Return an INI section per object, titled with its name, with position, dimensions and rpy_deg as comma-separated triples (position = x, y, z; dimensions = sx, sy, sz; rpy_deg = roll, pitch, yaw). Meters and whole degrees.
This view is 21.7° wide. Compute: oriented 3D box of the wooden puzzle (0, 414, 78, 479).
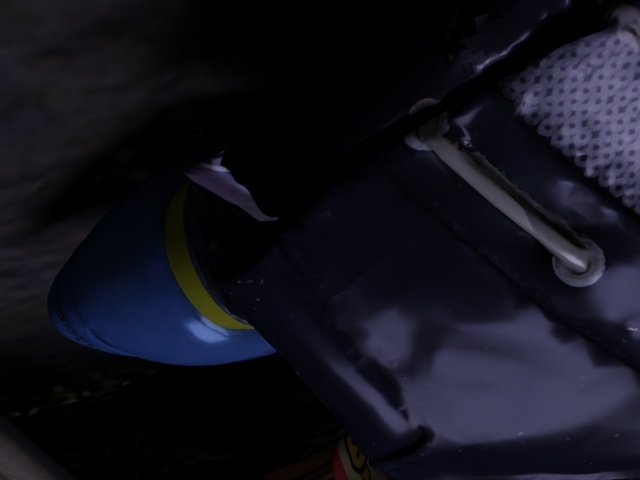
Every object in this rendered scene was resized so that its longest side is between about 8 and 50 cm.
[wooden puzzle]
position = -0.131, 0.270, 0.617
dimensions = 0.348, 0.322, 0.080
rpy_deg = -44, -167, 14

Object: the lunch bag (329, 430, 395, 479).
[lunch bag]
position = 0.166, 0.074, 0.958
dimensions = 0.293, 0.120, 0.258
rpy_deg = -17, 156, -28

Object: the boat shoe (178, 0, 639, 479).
[boat shoe]
position = 0.108, 0.029, 0.490
dimensions = 0.158, 0.127, 0.340
rpy_deg = -37, 123, 15

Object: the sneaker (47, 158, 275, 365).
[sneaker]
position = 0.000, 0.000, 0.557
dimensions = 0.082, 0.069, 0.209
rpy_deg = -22, 172, 40

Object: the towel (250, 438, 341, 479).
[towel]
position = -0.051, 0.204, 1.119
dimensions = 0.329, 0.037, 0.237
rpy_deg = -22, 163, -23
